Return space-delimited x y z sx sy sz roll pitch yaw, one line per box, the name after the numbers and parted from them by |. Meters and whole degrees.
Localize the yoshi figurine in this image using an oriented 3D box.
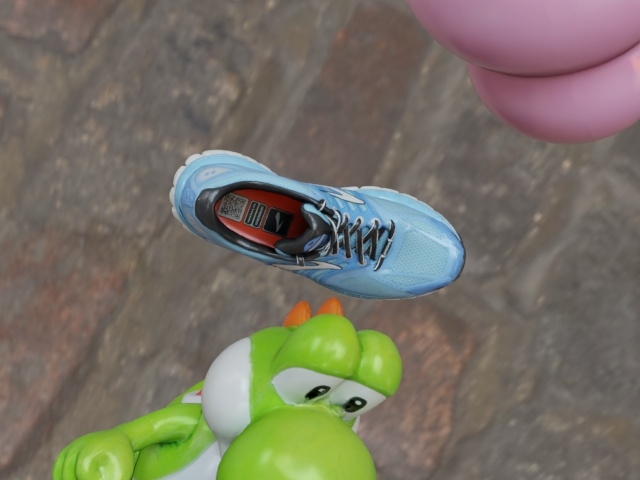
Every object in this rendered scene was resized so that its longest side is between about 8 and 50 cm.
-0.072 0.188 1.390 0.203 0.362 0.203 -18 73 -43 | yoshi figurine

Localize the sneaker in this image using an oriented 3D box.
0.000 0.000 1.007 0.162 0.073 0.063 13 99 -10 | sneaker

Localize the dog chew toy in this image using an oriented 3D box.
0.123 -0.189 1.080 0.206 0.332 0.206 -12 42 11 | dog chew toy
